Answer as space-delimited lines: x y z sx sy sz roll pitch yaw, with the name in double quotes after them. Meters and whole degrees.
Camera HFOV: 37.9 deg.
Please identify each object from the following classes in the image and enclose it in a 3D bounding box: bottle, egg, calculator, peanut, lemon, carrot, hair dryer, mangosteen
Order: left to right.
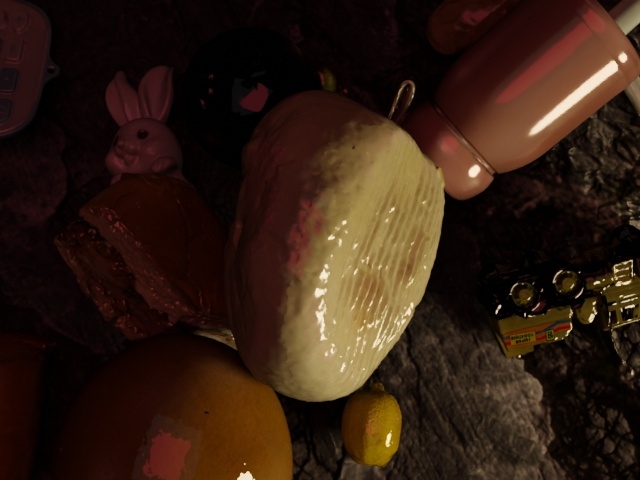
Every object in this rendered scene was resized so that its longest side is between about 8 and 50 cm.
-0.549 -0.243 1.264 0.386 0.054 0.256 4 65 -3 "calculator"
-0.442 0.254 1.198 0.196 0.196 0.254 2 95 1 "carrot"
-0.175 0.283 1.114 0.283 0.282 0.351 4 101 1 "egg"
-0.069 -0.187 1.233 0.231 0.194 0.194 -3 82 -35 "mangosteen"
0.067 0.240 1.218 0.082 0.082 0.110 2 80 1 "lemon"
0.246 -0.328 1.277 0.226 0.095 0.108 -33 68 1 "peanut"
0.234 -0.197 1.203 0.297 0.173 0.206 -40 109 14 "bottle"
0.441 -0.233 1.292 0.155 0.044 0.183 -42 89 -1 "hair dryer"

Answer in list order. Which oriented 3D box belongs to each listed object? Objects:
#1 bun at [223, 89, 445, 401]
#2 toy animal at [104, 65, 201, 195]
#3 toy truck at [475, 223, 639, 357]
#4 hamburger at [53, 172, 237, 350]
0.000 0.000 1.096 0.213 0.361 0.361 14 83 30 "bun"
-0.240 -0.142 1.248 0.104 0.131 0.220 -21 81 21 "toy animal"
0.343 0.067 1.219 0.257 0.127 0.127 -19 98 -2 "toy truck"
-0.189 0.034 1.162 0.155 0.282 0.245 -15 80 37 "hamburger"
